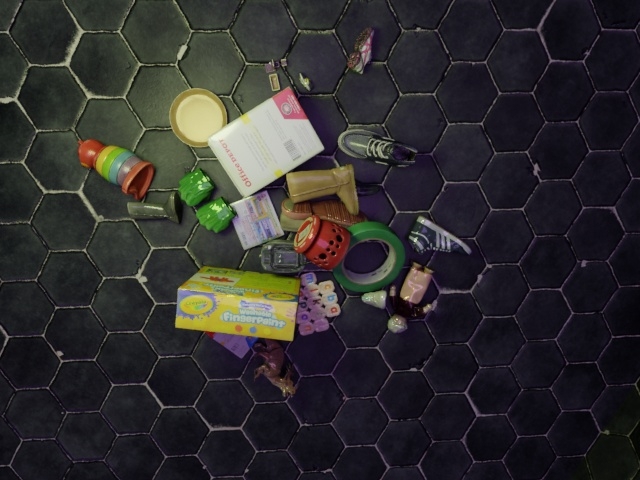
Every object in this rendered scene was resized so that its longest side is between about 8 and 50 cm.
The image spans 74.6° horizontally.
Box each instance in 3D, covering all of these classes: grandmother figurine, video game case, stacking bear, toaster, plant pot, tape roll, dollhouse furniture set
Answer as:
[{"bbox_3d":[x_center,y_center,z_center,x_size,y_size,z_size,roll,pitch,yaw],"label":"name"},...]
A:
[{"bbox_3d":[0.407,0.273,1.915,0.207,0.104,0.343,28,101,20],"label":"grandmother figurine"},{"bbox_3d":[-0.285,-0.089,1.846,0.193,0.023,0.213,-21,99,1],"label":"video game case"},{"bbox_3d":[-0.850,-0.312,1.713,0.289,0.175,0.164,28,83,1],"label":"stacking bear"},{"bbox_3d":[-0.146,0.063,1.816,0.226,0.146,0.129,1,100,-3],"label":"toaster"},{"bbox_3d":[0.000,0.000,1.693,0.174,0.191,0.191,30,97,-21],"label":"plant pot"},{"bbox_3d":[0.203,0.075,1.819,0.321,0.077,0.321,-5,121,-8],"label":"tape roll"},{"bbox_3d":[-0.174,-0.683,1.722,0.090,0.081,0.114,-12,100,-1],"label":"dollhouse furniture set"},{"bbox_3d":[-0.507,-0.510,1.757,0.236,0.032,0.237,0,99,-3],"label":"plant pot"}]

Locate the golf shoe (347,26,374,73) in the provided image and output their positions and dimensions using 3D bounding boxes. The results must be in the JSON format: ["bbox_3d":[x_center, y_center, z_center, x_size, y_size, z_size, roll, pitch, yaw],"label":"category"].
[{"bbox_3d":[0.180,-0.786,1.742,0.086,0.067,0.186,22,94,-39],"label":"golf shoe"}]

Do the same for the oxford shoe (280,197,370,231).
[{"bbox_3d":[0.017,-0.086,1.831,0.396,0.141,0.147,9,131,-10],"label":"oxford shoe"}]

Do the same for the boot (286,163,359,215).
[{"bbox_3d":[0.013,-0.192,1.737,0.269,0.089,0.236,-11,114,1],"label":"boot"}]

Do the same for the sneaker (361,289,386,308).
[{"bbox_3d":[0.231,0.257,1.840,0.094,0.212,0.080,9,78,-4],"label":"sneaker"}]

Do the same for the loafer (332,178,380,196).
[{"bbox_3d":[0.147,-0.233,1.819,0.223,0.076,0.078,-1,109,0],"label":"loafer"}]

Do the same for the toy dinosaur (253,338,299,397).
[{"bbox_3d":[-0.203,0.552,1.915,0.200,0.127,0.296,-2,87,-10],"label":"toy dinosaur"}]

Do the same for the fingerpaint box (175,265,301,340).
[{"bbox_3d":[-0.311,0.247,1.715,0.444,0.371,0.163,7,99,-2],"label":"fingerpaint box"}]

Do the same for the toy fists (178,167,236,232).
[{"bbox_3d":[-0.486,-0.164,1.782,0.142,0.096,0.279,-35,96,4],"label":"toy fists"}]

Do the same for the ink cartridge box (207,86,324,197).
[{"bbox_3d":[-0.222,-0.398,1.715,0.384,0.160,0.279,-30,108,1],"label":"ink cartridge box"}]

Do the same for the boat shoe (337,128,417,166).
[{"bbox_3d":[0.245,-0.390,1.757,0.340,0.158,0.127,11,99,-5],"label":"boat shoe"}]

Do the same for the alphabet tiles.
[{"bbox_3d":[-0.060,0.290,1.923,0.277,0.021,0.284,-15,100,2],"label":"alphabet tiles"}]

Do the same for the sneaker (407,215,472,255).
[{"bbox_3d":[0.521,0.025,1.872,0.282,0.099,0.153,32,91,-1],"label":"sneaker"}]

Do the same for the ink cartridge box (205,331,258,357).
[{"bbox_3d":[-0.404,0.405,1.894,0.231,0.078,0.134,38,95,-9],"label":"ink cartridge box"}]

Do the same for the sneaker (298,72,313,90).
[{"bbox_3d":[-0.061,-0.668,1.760,0.035,0.031,0.083,-36,104,-11],"label":"sneaker"}]

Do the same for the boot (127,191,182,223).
[{"bbox_3d":[-0.696,-0.144,1.758,0.208,0.076,0.190,12,136,-3],"label":"boot"}]
